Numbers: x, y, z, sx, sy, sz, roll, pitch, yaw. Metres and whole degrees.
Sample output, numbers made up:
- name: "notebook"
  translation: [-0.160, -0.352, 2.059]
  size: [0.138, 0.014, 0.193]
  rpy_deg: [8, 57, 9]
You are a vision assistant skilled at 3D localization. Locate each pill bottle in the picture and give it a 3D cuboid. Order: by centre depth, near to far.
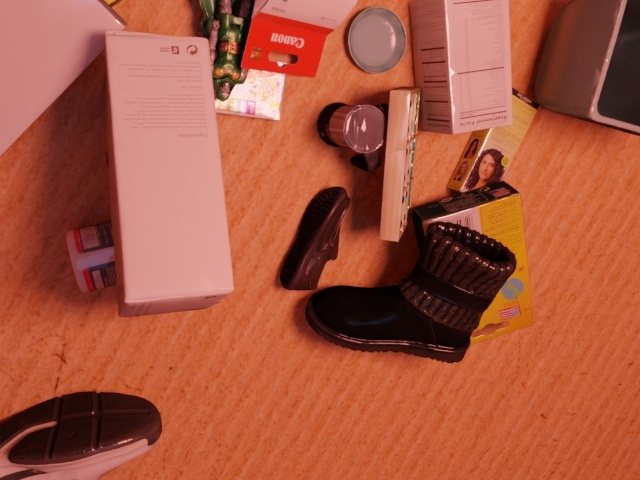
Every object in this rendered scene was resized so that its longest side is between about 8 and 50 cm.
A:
- name: "pill bottle"
  translation: [-0.326, 0.016, 1.119]
  size: [0.180, 0.108, 0.108]
  rpy_deg: [-14, 107, -17]

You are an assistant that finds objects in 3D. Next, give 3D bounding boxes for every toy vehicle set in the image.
- name: "toy vehicle set"
  translation: [0.149, -0.147, 1.223]
  size: [0.035, 0.166, 0.267]
  rpy_deg: [6, 107, 13]

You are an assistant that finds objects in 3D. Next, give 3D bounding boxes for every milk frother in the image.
- name: "milk frother"
  translation: [0.089, -0.212, 1.205]
  size: [0.143, 0.135, 0.129]
  rpy_deg: [-45, 114, -6]

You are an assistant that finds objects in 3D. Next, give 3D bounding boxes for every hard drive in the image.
- name: "hard drive"
  translation: [-0.492, -0.279, 0.964]
  size: [0.353, 0.047, 0.233]
  rpy_deg: [-40, 113, 12]

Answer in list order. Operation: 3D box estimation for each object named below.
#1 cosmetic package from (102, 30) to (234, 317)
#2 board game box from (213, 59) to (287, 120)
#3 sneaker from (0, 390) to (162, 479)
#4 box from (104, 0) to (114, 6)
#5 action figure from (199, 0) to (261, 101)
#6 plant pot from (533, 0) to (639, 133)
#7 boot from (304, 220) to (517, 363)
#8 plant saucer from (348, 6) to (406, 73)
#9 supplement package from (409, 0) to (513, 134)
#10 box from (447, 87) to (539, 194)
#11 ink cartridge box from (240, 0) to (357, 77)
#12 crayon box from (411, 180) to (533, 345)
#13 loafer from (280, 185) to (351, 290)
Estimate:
- name: "cosmetic package"
  translation: [-0.240, -0.086, 0.999]
  size: [0.156, 0.217, 0.385]
  rpy_deg: [-2, 77, -19]
- name: "board game box"
  translation: [-0.140, -0.272, 1.163]
  size: [0.154, 0.026, 0.103]
  rpy_deg: [3, 102, -21]
- name: "sneaker"
  translation: [-0.480, 0.436, 1.158]
  size: [0.447, 0.169, 0.258]
  rpy_deg: [-14, 116, -9]
- name: "box"
  translation: [-0.355, -0.419, 1.005]
  size: [0.043, 0.105, 0.179]
  rpy_deg: [-35, 113, -9]
- name: "action figure"
  translation: [-0.148, -0.348, 1.099]
  size: [0.137, 0.063, 0.232]
  rpy_deg: [4, 101, -24]
- name: "plant pot"
  translation: [0.563, -0.338, 1.287]
  size: [0.247, 0.252, 0.247]
  rpy_deg: [9, 99, -22]
- name: "boot"
  translation: [0.162, 0.082, 1.233]
  size: [0.347, 0.131, 0.260]
  rpy_deg: [9, 127, -8]
- name: "plant saucer"
  translation: [0.103, -0.373, 1.232]
  size: [0.119, 0.021, 0.119]
  rpy_deg: [-5, 104, -20]
- name: "supplement package"
  translation: [0.263, -0.332, 1.241]
  size: [0.139, 0.134, 0.244]
  rpy_deg: [-11, 106, -18]
- name: "box"
  translation: [0.352, -0.193, 1.350]
  size: [0.087, 0.058, 0.232]
  rpy_deg: [23, 94, -23]
- name: "ink cartridge box"
  translation: [-0.023, -0.388, 1.099]
  size: [0.189, 0.066, 0.232]
  rpy_deg: [-7, 117, -47]
- name: "crayon box"
  translation: [0.315, 0.058, 1.352]
  size: [0.202, 0.081, 0.319]
  rpy_deg: [-16, 116, -5]
- name: "loafer"
  translation: [0.000, 0.000, 1.262]
  size: [0.078, 0.080, 0.220]
  rpy_deg: [24, 99, -33]
